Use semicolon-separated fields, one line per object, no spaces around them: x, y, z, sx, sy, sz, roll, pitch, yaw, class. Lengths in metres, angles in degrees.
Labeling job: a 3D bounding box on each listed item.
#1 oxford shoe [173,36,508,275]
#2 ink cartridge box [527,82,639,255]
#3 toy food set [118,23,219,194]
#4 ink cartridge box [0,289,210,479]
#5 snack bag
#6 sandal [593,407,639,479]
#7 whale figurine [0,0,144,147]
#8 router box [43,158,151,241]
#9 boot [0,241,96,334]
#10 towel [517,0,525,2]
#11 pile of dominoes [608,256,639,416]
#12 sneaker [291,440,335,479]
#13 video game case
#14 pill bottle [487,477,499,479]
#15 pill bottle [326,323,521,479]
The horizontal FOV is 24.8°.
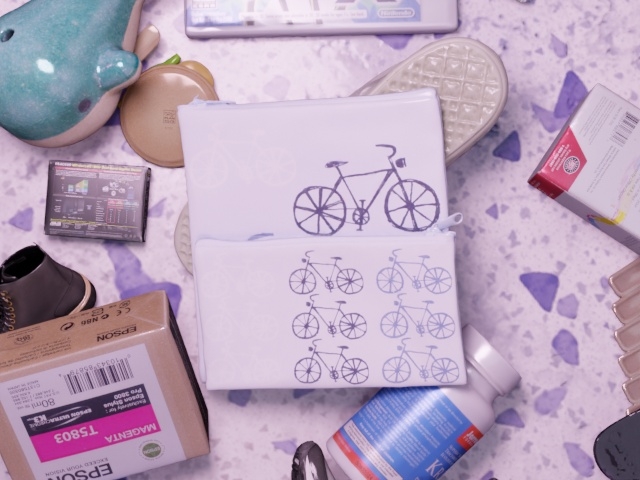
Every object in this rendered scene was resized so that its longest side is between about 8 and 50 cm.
0.028;-0.084;1.706;0.449;0.130;0.169;-34;93;15;oxford shoe
0.352;-0.076;1.691;0.176;0.127;0.128;34;88;4;ink cartridge box
-0.175;-0.153;1.750;0.132;0.038;0.192;-42;94;7;toy food set
-0.262;0.181;1.674;0.234;0.088;0.193;-16;121;0;ink cartridge box
0.000;0.000;1.640;0.323;0.037;0.343;-2;97;17;snack bag
0.432;0.193;1.689;0.254;0.054;0.097;-42;82;-4;sandal
-0.290;-0.242;1.676;0.216;0.141;0.272;34;86;37;whale figurine
-0.267;-0.047;1.744;0.122;0.038;0.092;5;90;0;router box
-0.369;0.088;1.687;0.198;0.137;0.077;-46;61;-6;boot
0.202;-0.365;1.729;0.152;0.023;0.113;27;82;-12;towel
0.450;0.129;1.747;0.196;0.040;0.251;-7;81;2;pile of dominoes
0.048;0.352;1.714;0.108;0.100;0.271;-29;95;-10;sneaker
-0.002;-0.396;1.747;0.329;0.036;0.300;-1;89;1;video game case
0.256;0.381;1.691;0.219;0.123;0.123;40;90;1;pill bottle
0.124;0.205;1.693;0.221;0.124;0.124;-44;89;1;pill bottle
